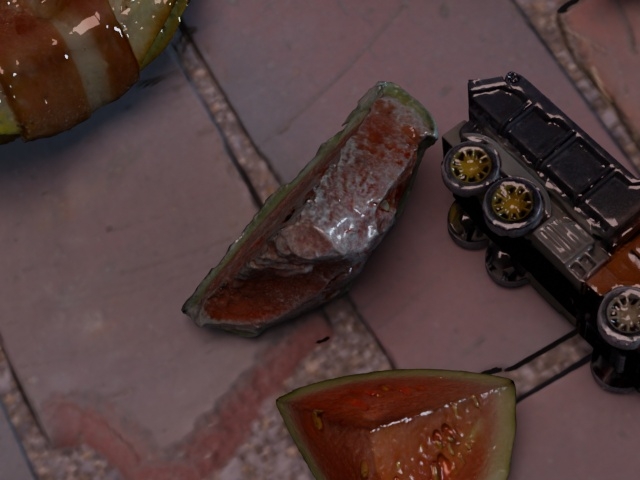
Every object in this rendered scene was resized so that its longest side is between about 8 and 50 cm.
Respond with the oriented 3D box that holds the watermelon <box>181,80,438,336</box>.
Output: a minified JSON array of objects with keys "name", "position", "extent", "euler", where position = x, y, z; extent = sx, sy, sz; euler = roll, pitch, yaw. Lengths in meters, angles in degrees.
[{"name":"watermelon","position":[0.000,0.000,0.814],"extent":[0.071,0.139,0.187],"euler":[41,99,-5]}]

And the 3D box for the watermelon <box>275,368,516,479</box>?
[{"name":"watermelon","position":[0.029,0.112,0.778],"extent":[0.135,0.094,0.125],"euler":[19,81,22]}]

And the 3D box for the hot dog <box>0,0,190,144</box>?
[{"name":"hot dog","position":[-0.178,-0.120,0.915],"extent":[0.261,0.093,0.123],"euler":[-27,56,-17]}]

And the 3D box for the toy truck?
[{"name":"toy truck","position":[0.144,-0.007,0.809],"extent":[0.092,0.083,0.192],"euler":[-38,65,-11]}]
